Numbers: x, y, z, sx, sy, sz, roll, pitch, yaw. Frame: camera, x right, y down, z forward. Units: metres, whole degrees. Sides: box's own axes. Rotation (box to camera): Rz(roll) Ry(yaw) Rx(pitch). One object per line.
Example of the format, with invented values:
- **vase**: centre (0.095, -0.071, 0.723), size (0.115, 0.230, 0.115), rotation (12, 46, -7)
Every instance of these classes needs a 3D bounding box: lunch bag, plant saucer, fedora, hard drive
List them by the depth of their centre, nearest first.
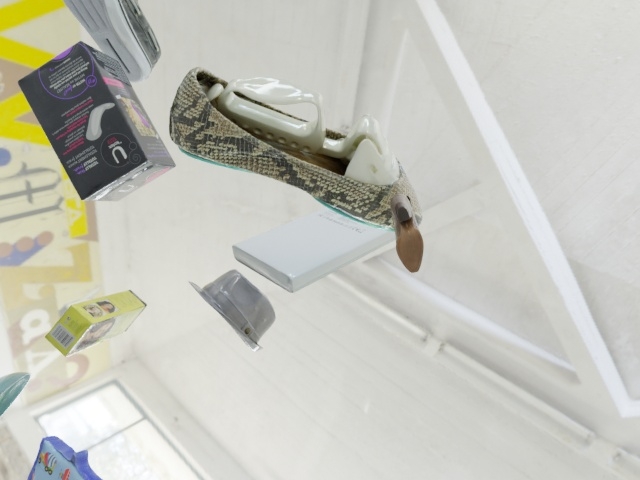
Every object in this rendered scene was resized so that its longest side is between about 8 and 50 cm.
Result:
- **lunch bag**: centre (-0.503, 0.555, 1.065), size (0.221, 0.138, 0.293), rotation (25, -71, 30)
- **plant saucer**: centre (-0.800, 0.424, 1.180), size (0.044, 0.317, 0.317), rotation (40, -44, -6)
- **hard drive**: centre (0.000, 0.000, 1.243), size (0.233, 0.353, 0.047), rotation (24, -52, 44)
- **fedora**: centre (-0.218, 0.172, 1.402), size (0.275, 0.124, 0.244), rotation (54, -15, -25)

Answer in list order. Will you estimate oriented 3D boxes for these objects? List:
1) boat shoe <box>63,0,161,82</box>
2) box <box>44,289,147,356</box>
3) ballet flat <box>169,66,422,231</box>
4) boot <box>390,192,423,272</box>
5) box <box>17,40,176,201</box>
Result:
- **boat shoe**: centre (-0.458, -0.511, 1.117), size (0.121, 0.119, 0.335), rotation (8, -36, 19)
- **box**: centre (-0.443, 0.160, 1.044), size (0.058, 0.232, 0.087), rotation (41, -84, 3)
- **ballet flat**: centre (-0.014, -0.159, 0.872), size (0.483, 0.164, 0.182), rotation (20, -48, -8)
- **boot**: centre (0.136, -0.016, 0.813), size (0.042, 0.087, 0.118), rotation (-9, -80, 8)
- **box**: centre (-0.451, -0.233, 1.060), size (0.165, 0.143, 0.270), rotation (-29, -91, 8)
